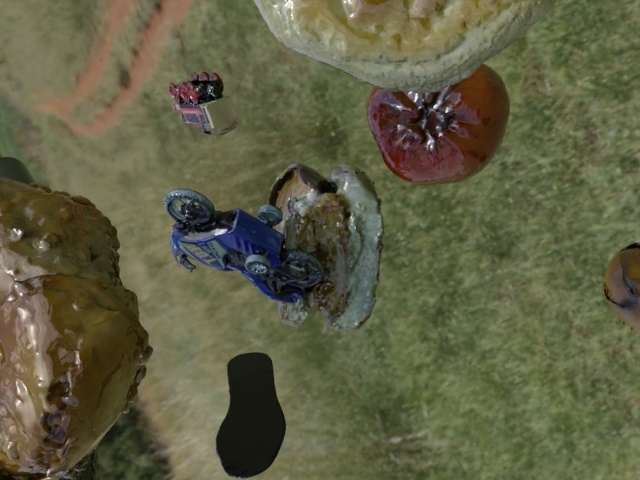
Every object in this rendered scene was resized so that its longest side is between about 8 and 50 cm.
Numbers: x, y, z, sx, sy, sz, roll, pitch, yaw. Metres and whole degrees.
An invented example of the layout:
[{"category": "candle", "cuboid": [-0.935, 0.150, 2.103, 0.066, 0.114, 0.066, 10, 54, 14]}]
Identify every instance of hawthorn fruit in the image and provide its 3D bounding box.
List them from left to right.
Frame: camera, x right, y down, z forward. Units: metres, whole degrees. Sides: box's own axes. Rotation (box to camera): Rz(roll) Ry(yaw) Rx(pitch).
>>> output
[{"category": "hawthorn fruit", "cuboid": [0.190, -0.197, 1.405, 0.224, 0.224, 0.261, 65, -167, 2]}]

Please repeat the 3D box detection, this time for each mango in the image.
[{"category": "mango", "cuboid": [0.567, 0.089, 1.470, 0.151, 0.156, 0.249, 54, -167, -13]}]

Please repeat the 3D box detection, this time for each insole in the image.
[{"category": "insole", "cuboid": [-0.121, 0.292, 1.511, 0.348, 0.118, 0.009, -102, 5, -64]}]

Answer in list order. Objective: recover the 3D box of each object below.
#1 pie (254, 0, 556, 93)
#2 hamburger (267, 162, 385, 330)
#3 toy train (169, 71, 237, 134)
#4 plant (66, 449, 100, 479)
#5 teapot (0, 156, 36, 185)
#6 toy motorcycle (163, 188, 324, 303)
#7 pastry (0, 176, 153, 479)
[{"category": "pie", "cuboid": [0.081, -0.289, 0.750, 0.338, 0.337, 0.075, 65, -174, 4]}, {"category": "hamburger", "cuboid": [0.000, 0.000, 1.690, 0.277, 0.195, 0.318, -115, 27, -70]}, {"category": "toy train", "cuboid": [-0.174, -0.199, 1.281, 0.138, 0.050, 0.087, 16, 128, 58]}, {"category": "plant", "cuboid": [-0.431, 0.273, 1.302, 0.181, 0.194, 0.321, -23, 80, 38]}, {"category": "teapot", "cuboid": [-0.453, -0.021, 1.317, 0.149, 0.239, 0.162, 38, 113, 16]}, {"category": "toy motorcycle", "cuboid": [-0.140, 0.015, 1.446, 0.169, 0.315, 0.113, -30, 38, 44]}, {"category": "pastry", "cuboid": [-0.281, 0.083, 0.861, 0.255, 0.161, 0.311, -44, 63, 26]}]
